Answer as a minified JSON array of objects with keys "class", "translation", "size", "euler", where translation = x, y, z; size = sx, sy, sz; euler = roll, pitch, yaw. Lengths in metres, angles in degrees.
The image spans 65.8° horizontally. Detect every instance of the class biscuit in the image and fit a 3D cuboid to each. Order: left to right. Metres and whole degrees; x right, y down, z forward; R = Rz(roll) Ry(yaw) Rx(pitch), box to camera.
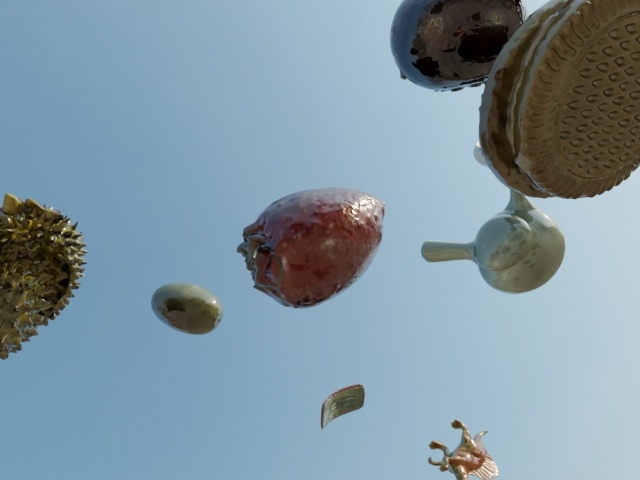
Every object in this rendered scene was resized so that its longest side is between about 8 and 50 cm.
[{"class":"biscuit","translation":[0.300,-0.162,0.561],"size":[0.259,0.079,0.259],"euler":[-11,-60,-19]}]

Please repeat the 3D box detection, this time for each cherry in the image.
[{"class":"cherry","translation":[0.000,0.000,0.769],"size":[0.250,0.192,0.175],"euler":[-31,-84,-16]}]

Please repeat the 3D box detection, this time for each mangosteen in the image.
[{"class":"mangosteen","translation":[0.191,-0.324,0.699],"size":[0.192,0.192,0.217],"euler":[-15,-70,-14]}]

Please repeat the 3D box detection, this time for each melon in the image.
[{"class":"melon","translation":[-0.276,0.138,1.015],"size":[0.162,0.099,0.099],"euler":[15,-57,18]}]

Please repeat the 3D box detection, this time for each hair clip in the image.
[{"class":"hair clip","translation":[0.038,0.309,0.929],"size":[0.137,0.022,0.054],"euler":[-6,-83,-51]}]

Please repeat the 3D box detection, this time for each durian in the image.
[{"class":"durian","translation":[-0.515,0.058,0.791],"size":[0.293,0.258,0.258],"euler":[-48,-51,-13]}]

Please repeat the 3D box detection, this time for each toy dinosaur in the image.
[{"class":"toy dinosaur","translation":[0.287,0.406,0.935],"size":[0.212,0.142,0.057],"euler":[-6,-70,-27]}]

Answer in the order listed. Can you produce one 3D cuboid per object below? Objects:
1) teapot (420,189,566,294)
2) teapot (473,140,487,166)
[{"class":"teapot","translation":[0.401,0.035,1.162],"size":[0.149,0.219,0.318],"euler":[25,-47,-31]},{"class":"teapot","translation":[0.424,-0.222,1.125],"size":[0.226,0.145,0.092],"euler":[-42,-72,-43]}]
